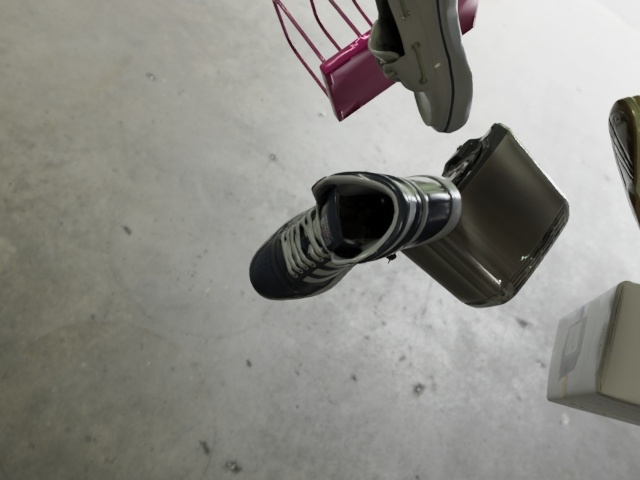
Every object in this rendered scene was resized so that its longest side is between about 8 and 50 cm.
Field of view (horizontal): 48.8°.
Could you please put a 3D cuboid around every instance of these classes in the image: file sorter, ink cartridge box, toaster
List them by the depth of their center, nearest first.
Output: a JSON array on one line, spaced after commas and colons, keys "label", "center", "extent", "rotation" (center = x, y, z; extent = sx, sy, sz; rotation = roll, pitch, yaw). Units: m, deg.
[{"label": "ink cartridge box", "center": [0.415, 0.158, 0.841], "extent": [0.226, 0.306, 0.131], "rotation": [14, 77, 11]}, {"label": "toaster", "center": [0.193, -0.020, 0.855], "extent": [0.146, 0.129, 0.227], "rotation": [42, 70, -5]}, {"label": "file sorter", "center": [0.089, -0.378, 1.155], "extent": [0.182, 0.290, 0.202], "rotation": [55, 0, 13]}]

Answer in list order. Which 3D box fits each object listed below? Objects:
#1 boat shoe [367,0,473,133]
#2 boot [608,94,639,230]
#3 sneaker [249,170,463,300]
[{"label": "boat shoe", "center": [0.074, -0.174, 0.598], "extent": [0.075, 0.226, 0.083], "rotation": [-25, 47, -4]}, {"label": "boot", "center": [0.398, -0.097, 0.734], "extent": [0.213, 0.165, 0.077], "rotation": [49, 28, -47]}, {"label": "sneaker", "center": [0.000, 0.000, 0.763], "extent": [0.153, 0.282, 0.099], "rotation": [-7, 75, -59]}]
